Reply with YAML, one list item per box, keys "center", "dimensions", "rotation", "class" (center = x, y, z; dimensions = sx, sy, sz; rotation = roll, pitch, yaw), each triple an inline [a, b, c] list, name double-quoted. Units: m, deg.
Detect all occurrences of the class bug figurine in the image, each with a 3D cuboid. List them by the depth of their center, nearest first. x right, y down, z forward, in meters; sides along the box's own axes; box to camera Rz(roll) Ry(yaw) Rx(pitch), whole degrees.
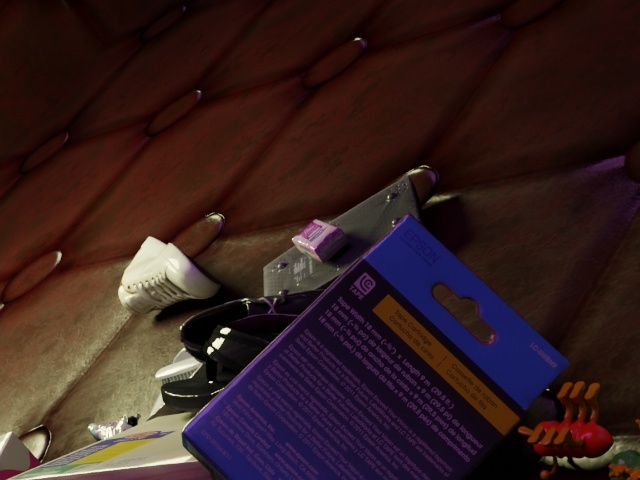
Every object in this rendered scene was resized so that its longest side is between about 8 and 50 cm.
- center: [0.230, 0.252, 1.538]
  dimensions: [0.216, 0.072, 0.279]
  rotation: [-2, 36, 45]
  class: "bug figurine"

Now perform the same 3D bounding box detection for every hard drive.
- center: [0.036, 0.022, 2.289]
  dimensions: [0.255, 0.054, 0.172]
  rotation: [-33, 23, 12]
  class: "hard drive"

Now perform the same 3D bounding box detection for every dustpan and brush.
- center: [-0.167, 0.173, 2.289]
  dimensions: [0.211, 0.060, 0.147]
  rotation: [-23, 26, 30]
  class: "dustpan and brush"

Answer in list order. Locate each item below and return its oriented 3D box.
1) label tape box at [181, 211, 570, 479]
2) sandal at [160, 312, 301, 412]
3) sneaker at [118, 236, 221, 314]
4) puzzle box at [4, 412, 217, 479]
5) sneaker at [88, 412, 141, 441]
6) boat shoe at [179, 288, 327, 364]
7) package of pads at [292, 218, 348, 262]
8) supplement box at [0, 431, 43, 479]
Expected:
- center: [0.057, 0.175, 1.713]
  dimensions: [0.334, 0.240, 0.106]
  rotation: [-43, -11, -14]
  class: "label tape box"
- center: [-0.039, 0.138, 2.029]
  dimensions: [0.167, 0.107, 0.446]
  rotation: [-13, -1, -42]
  class: "sandal"
- center: [-0.241, 0.074, 2.560]
  dimensions: [0.123, 0.106, 0.290]
  rotation: [-51, 17, -9]
  class: "sneaker"
- center: [-0.163, 0.258, 1.979]
  dimensions: [0.409, 0.052, 0.272]
  rotation: [-13, 4, 46]
  class: "puzzle box"
- center: [-0.283, 0.265, 2.320]
  dimensions: [0.069, 0.038, 0.098]
  rotation: [-42, 32, -15]
  class: "sneaker"
- center: [-0.072, 0.111, 2.178]
  dimensions: [0.233, 0.079, 0.084]
  rotation: [-12, 63, 8]
  class: "boat shoe"
- center: [0.000, 0.000, 2.268]
  dimensions: [0.050, 0.032, 0.083]
  rotation: [-40, 23, -12]
  class: "package of pads"
- center: [-0.497, 0.373, 2.324]
  dimensions: [0.220, 0.111, 0.114]
  rotation: [-25, 25, 28]
  class: "supplement box"
